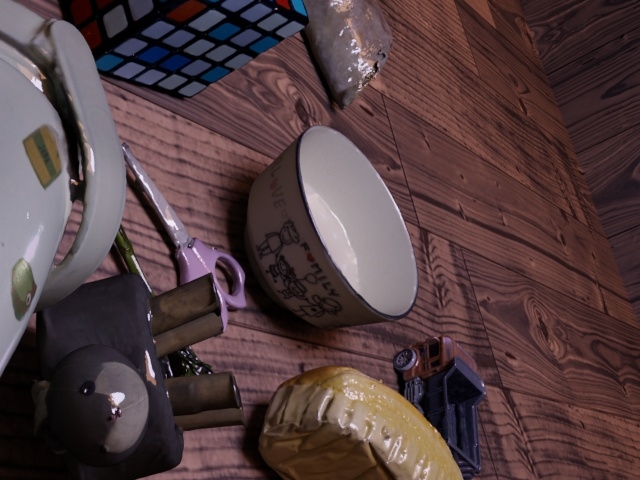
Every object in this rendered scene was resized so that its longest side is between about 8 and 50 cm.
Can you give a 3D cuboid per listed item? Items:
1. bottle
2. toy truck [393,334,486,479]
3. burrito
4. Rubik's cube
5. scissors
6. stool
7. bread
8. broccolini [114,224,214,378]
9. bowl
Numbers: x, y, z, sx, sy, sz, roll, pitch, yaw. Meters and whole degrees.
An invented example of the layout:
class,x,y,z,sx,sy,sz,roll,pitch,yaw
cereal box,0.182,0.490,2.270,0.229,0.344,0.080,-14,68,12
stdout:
class,x,y,z,sx,sy,sz,roll,pitch,yaw
bottle,-0.253,-0.032,0.664,0.229,0.229,0.352,50,26,-24
toy truck,0.151,0.210,1.276,0.083,0.092,0.192,44,33,-32
burrito,0.018,-0.368,1.544,0.175,0.107,0.348,-18,81,-49
Rubik's cube,-0.152,-0.281,1.073,0.184,0.187,0.182,9,59,-61
scissors,-0.144,-0.005,1.023,0.212,0.021,0.110,57,31,-13
stool,-0.131,0.110,0.748,0.228,0.139,0.153,-116,-165,-65
bread,0.046,0.218,1.032,0.236,0.140,0.106,48,34,-29
broccolini,-0.157,0.052,0.945,0.042,0.044,0.218,-20,79,-48
bowl,0.000,0.000,1.156,0.238,0.126,0.238,40,35,-37
